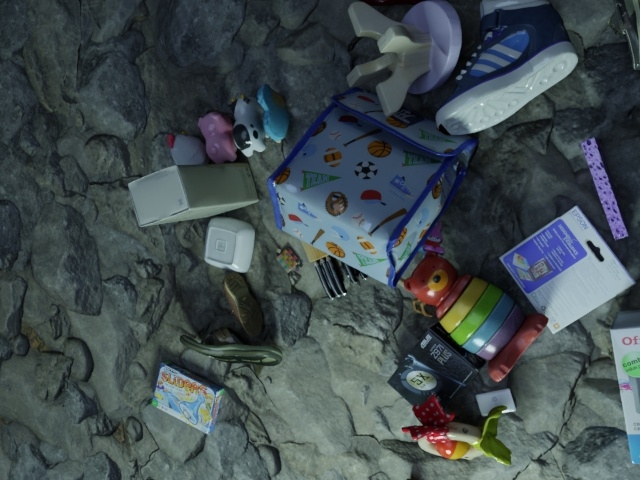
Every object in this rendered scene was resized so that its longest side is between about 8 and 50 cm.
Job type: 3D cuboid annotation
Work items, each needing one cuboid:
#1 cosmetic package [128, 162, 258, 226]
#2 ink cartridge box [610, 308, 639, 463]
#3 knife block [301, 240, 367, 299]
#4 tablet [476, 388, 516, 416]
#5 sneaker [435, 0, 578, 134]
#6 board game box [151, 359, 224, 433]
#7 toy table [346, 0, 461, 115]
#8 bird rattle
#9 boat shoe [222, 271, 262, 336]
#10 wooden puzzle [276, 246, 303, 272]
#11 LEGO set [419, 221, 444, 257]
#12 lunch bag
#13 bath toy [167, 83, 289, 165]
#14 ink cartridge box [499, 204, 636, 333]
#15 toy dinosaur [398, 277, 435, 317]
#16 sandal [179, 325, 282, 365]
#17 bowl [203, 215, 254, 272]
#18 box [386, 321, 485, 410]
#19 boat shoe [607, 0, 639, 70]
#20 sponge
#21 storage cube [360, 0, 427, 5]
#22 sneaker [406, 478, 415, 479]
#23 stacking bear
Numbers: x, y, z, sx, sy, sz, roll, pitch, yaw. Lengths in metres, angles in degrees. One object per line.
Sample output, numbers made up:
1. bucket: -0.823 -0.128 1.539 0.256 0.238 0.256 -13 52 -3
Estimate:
1. cosmetic package: -0.307 -0.118 1.879 0.160 0.309 0.113 -16 88 26
2. ink cartridge box: 0.700 0.275 1.496 0.198 0.197 0.270 -10 91 26
3. knife block: 0.000 0.000 1.867 0.275 0.088 0.242 24 105 21
4. tablet: 0.407 0.377 1.758 0.083 0.006 0.054 -18 88 26
5. sneaker: 0.359 -0.391 1.611 0.322 0.130 0.236 -30 60 18
6. board game box: -0.375 0.438 2.131 0.201 0.035 0.136 20 104 23
7. toy table: 0.169 -0.397 1.617 0.274 0.160 0.252 120 130 -63
8. bird rattle: 0.299 0.450 1.705 0.253 0.207 0.143 4 56 -10
9. boat shoe: -0.209 0.171 2.011 0.060 0.064 0.178 -26 88 60
10. wooden puzzle: -0.083 0.050 1.959 0.049 0.006 0.083 -44 77 23
11. LEGO set: 0.187 -0.027 1.771 0.227 0.087 0.093 13 76 14
12. lunch bag: 0.123 -0.152 1.667 0.327 0.239 0.385 29 64 19
13. bath toy: -0.251 -0.278 1.934 0.348 0.129 0.151 -20 44 28
14. ink cartridge box: 0.532 0.063 1.638 0.208 0.045 0.206 -38 79 26
15. toy dinosaur: 0.241 0.117 1.780 0.211 0.064 0.112 9 93 6
16. sandal: -0.232 0.276 2.015 0.302 0.120 0.086 2 70 24
17. bowl: -0.251 0.011 2.012 0.142 0.053 0.142 16 102 25
18. box: 0.271 0.309 1.777 0.147 0.077 0.180 41 112 17
19. boat shoe: 0.617 -0.446 1.524 0.073 0.080 0.224 -8 87 32
20. sponge: 0.585 -0.109 1.552 0.031 0.117 0.210 -19 87 24
21. storage cube: 0.165 -0.620 1.657 0.183 0.193 0.215 8 100 25
22. sneaker: 0.249 0.676 1.843 0.086 0.064 0.192 2 97 18
23. stacking bear: 0.323 0.146 1.665 0.289 0.164 0.175 39 92 8
